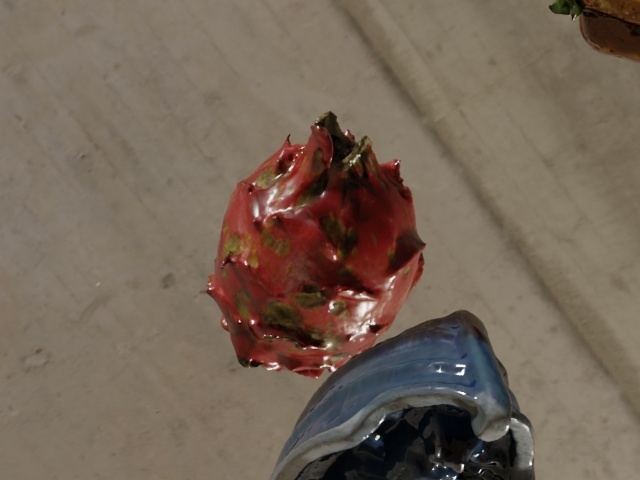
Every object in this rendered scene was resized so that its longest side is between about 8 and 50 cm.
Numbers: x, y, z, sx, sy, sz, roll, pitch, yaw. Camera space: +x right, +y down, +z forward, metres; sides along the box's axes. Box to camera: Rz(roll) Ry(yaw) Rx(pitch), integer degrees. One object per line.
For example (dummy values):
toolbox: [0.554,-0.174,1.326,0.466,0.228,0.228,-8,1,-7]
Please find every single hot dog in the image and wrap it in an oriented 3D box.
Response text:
hot dog: [0.252,-0.148,0.710,0.188,0.072,0.055,24,-114,28]

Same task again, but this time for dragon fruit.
dragon fruit: [0.000,0.000,0.971,0.210,0.268,0.205,0,-142,-16]

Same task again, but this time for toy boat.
toy boat: [0.031,0.157,0.566,0.129,0.309,0.142,18,-133,-9]
